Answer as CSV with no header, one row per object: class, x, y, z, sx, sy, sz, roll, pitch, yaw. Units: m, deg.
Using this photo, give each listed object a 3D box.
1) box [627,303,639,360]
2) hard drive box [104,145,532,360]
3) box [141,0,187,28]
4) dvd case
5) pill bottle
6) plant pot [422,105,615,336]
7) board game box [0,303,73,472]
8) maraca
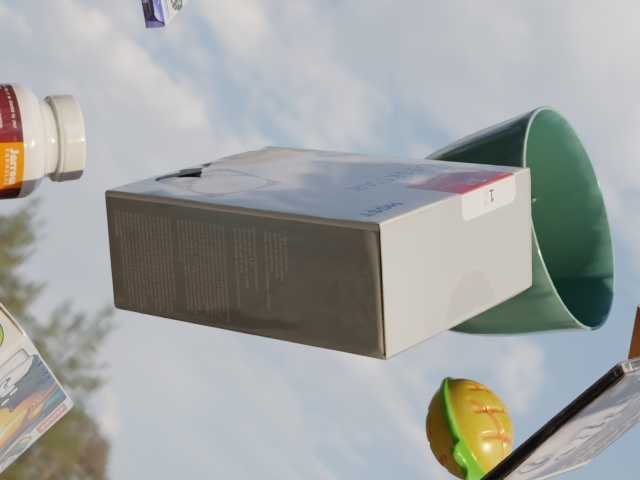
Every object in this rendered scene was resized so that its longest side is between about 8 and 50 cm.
box,0.466,0.142,1.843,0.130,0.091,0.170,41,-25,31
hard drive box,0.000,0.000,1.000,0.232,0.181,0.089,8,-72,36
box,-0.181,-0.298,1.675,0.028,0.136,0.081,-1,-64,15
dvd case,0.244,0.159,1.288,0.221,0.165,0.018,-49,-118,39
pill bottle,-0.250,-0.070,1.054,0.086,0.152,0.086,174,-90,-67
plant pot,0.219,-0.006,1.909,0.235,0.293,0.293,-13,-53,28
board game box,-0.251,0.148,0.673,0.053,0.305,0.193,45,-13,9
maraca,0.175,0.234,1.709,0.127,0.099,0.185,49,21,-26
